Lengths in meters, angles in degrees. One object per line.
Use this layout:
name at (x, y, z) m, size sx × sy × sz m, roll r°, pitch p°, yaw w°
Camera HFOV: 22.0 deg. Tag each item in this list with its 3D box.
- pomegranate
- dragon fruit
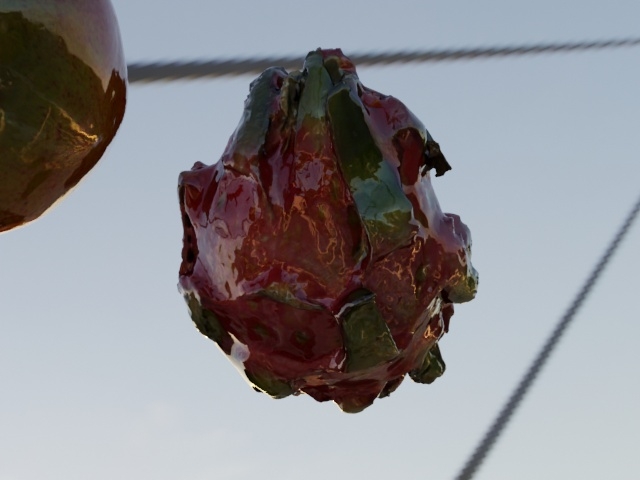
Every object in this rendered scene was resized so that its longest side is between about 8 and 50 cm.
pomegranate at (-0.240, -0.105, 1.074) m, size 0.221 × 0.221 × 0.257 m, roll -21°, pitch 2°, yaw 4°
dragon fruit at (0.005, -0.006, 1.336) m, size 0.231 × 0.303 × 0.237 m, roll 3°, pitch 29°, yaw 31°
